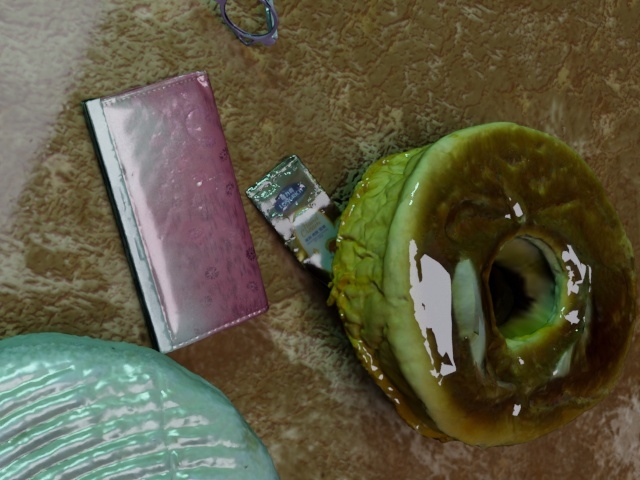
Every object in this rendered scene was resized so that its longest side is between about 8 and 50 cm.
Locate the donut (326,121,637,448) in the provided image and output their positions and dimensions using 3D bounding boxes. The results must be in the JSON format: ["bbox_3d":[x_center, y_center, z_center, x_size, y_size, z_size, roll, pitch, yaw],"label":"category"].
[{"bbox_3d":[0.154,0.049,1.171,0.330,0.160,0.330,9,76,-38],"label":"donut"}]

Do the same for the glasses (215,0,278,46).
[{"bbox_3d":[-0.071,-0.256,1.099,0.140,0.062,0.103,43,51,-25],"label":"glasses"}]

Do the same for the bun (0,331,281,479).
[{"bbox_3d":[-0.195,0.248,0.951,0.355,0.194,0.354,5,72,-16],"label":"bun"}]

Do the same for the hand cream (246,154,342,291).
[{"bbox_3d":[0.000,0.000,1.154,0.062,0.039,0.163,-38,110,-5],"label":"hand cream"}]

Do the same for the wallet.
[{"bbox_3d":[-0.123,-0.027,1.086,0.119,0.025,0.232,-20,104,-26],"label":"wallet"}]
